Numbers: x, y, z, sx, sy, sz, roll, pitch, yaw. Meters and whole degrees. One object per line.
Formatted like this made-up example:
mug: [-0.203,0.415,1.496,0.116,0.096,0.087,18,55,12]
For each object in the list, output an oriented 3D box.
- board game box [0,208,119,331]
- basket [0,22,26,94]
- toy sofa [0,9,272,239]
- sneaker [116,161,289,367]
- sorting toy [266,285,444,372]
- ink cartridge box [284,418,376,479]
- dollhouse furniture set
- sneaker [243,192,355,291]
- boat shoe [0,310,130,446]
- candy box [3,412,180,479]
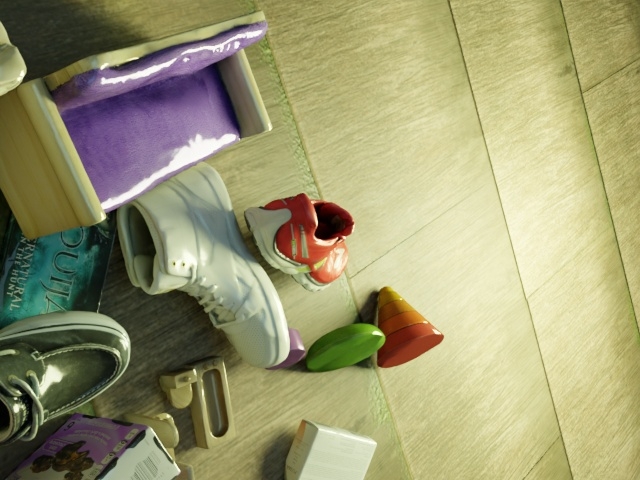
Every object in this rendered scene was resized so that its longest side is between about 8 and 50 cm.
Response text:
board game box: [-0.310,0.034,0.895,0.126,0.026,0.186,21,72,-42]
basket: [-0.466,-0.180,0.592,0.331,0.266,0.328,-40,113,-42]
toy sofa: [-0.186,-0.143,0.879,0.362,0.177,0.150,-41,116,-55]
sneaker: [-0.158,0.059,0.981,0.169,0.108,0.292,-33,100,-52]
sorting toy: [0.039,0.126,1.210,0.366,0.127,0.126,5,54,-42]
ink cartridge box: [-0.001,0.375,1.181,0.145,0.045,0.179,27,86,-41]
dollhouse furniture set: [-0.147,0.236,0.972,0.151,0.123,0.144,-12,95,-45]
sneaker: [0.000,0.000,1.096,0.279,0.118,0.107,24,44,-68]
boat shoe: [-0.333,0.166,0.781,0.335,0.119,0.121,-16,115,-40]
candy box: [-0.274,0.280,0.812,0.196,0.165,0.070,-45,117,-38]
